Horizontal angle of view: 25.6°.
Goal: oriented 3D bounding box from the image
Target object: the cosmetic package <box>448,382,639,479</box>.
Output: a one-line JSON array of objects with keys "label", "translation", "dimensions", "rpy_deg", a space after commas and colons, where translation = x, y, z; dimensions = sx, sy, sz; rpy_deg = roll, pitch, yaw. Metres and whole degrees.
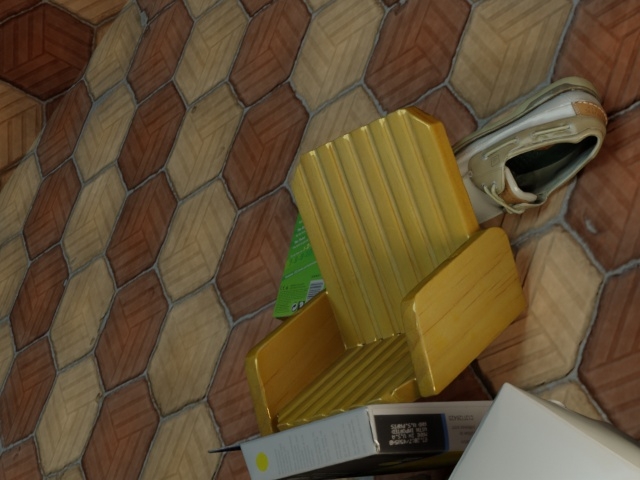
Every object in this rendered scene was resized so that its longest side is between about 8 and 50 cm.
[{"label": "cosmetic package", "translation": [0.325, 0.302, 1.354], "dimensions": [0.385, 0.217, 0.156], "rpy_deg": [31, 94, 48]}]

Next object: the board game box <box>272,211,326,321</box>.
[{"label": "board game box", "translation": [0.000, 0.000, 2.233], "dimensions": [0.124, 0.039, 0.260], "rpy_deg": [-9, 64, 51]}]

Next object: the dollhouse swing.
[{"label": "dollhouse swing", "translation": [0.037, 0.041, 1.874], "dimensions": [0.346, 0.305, 0.315], "rpy_deg": [-21, 13, 47]}]

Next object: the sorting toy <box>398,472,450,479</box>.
[{"label": "sorting toy", "translation": [0.108, 0.379, 1.814], "dimensions": [0.274, 0.046, 0.132], "rpy_deg": [-27, 48, 44]}]

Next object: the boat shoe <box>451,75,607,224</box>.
[{"label": "boat shoe", "translation": [0.250, -0.092, 1.874], "dimensions": [0.302, 0.113, 0.103], "rpy_deg": [-41, 34, 30]}]

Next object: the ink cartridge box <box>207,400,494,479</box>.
[{"label": "ink cartridge box", "translation": [0.073, 0.252, 1.715], "dimensions": [0.307, 0.303, 0.072], "rpy_deg": [-26, 69, 46]}]
